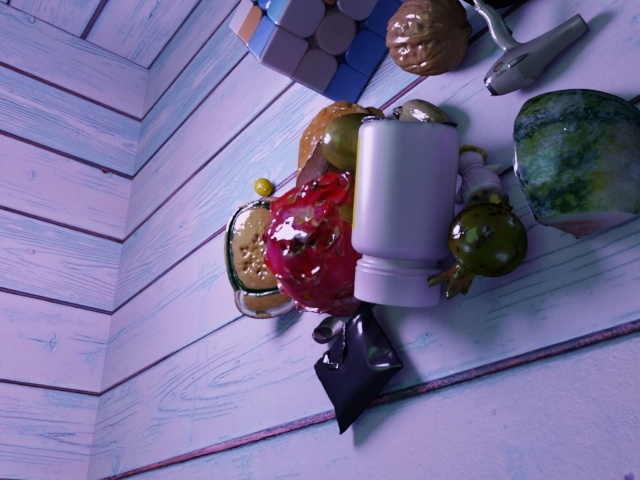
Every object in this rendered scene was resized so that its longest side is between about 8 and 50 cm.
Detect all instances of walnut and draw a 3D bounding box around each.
[{"bbox_3d":[0.264,-0.493,1.493,0.213,0.213,0.213,-30,51,44],"label":"walnut"}]

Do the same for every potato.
[{"bbox_3d":[0.115,-0.226,1.489,0.197,0.229,0.148,-98,20,-74],"label":"potato"}]

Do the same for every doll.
[{"bbox_3d":[0.327,-0.130,1.307,0.129,0.081,0.207,-41,41,32],"label":"doll"}]

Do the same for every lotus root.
[{"bbox_3d":[0.245,-0.293,1.508,0.183,0.077,0.090,42,116,52],"label":"lotus root"}]

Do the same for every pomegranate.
[{"bbox_3d":[0.293,0.017,1.197,0.220,0.156,0.156,-36,45,20],"label":"pomegranate"}]

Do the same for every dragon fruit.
[{"bbox_3d":[0.000,0.000,1.538,0.387,0.249,0.370,10,83,42],"label":"dragon fruit"}]

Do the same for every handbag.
[{"bbox_3d":[0.078,0.289,1.445,0.254,0.089,0.211,-55,38,28],"label":"handbag"}]

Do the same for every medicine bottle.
[{"bbox_3d":[0.175,-0.062,1.312,0.214,0.214,0.378,9,97,56],"label":"medicine bottle"}]

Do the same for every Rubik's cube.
[{"bbox_3d":[-0.012,-0.650,1.817,0.344,0.347,0.346,-58,35,19],"label":"Rubik's cube"}]

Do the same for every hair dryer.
[{"bbox_3d":[0.434,-0.430,1.284,0.219,0.088,0.224,-10,86,33],"label":"hair dryer"}]

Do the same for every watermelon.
[{"bbox_3d":[0.453,-0.170,1.109,0.224,0.180,0.305,1,63,9],"label":"watermelon"}]

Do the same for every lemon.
[{"bbox_3d":[-0.193,-0.180,2.088,0.062,0.062,0.083,-62,30,12],"label":"lemon"}]

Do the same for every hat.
[{"bbox_3d":[0.021,0.236,1.602,0.087,0.042,0.058,-34,54,-4],"label":"hat"}]

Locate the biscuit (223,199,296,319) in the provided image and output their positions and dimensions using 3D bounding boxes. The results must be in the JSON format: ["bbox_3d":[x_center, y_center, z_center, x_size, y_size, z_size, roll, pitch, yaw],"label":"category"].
[{"bbox_3d":[-0.138,0.049,1.775,0.288,0.057,0.343,-9,84,16],"label":"biscuit"}]

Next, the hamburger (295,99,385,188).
[{"bbox_3d":[0.032,-0.258,1.703,0.330,0.162,0.209,-57,27,32],"label":"hamburger"}]

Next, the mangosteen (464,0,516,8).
[{"bbox_3d":[0.391,-0.625,1.378,0.216,0.216,0.216,-30,51,44],"label":"mangosteen"}]

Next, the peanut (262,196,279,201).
[{"bbox_3d":[-0.169,0.020,1.887,0.148,0.148,0.318,15,87,56],"label":"peanut"}]
